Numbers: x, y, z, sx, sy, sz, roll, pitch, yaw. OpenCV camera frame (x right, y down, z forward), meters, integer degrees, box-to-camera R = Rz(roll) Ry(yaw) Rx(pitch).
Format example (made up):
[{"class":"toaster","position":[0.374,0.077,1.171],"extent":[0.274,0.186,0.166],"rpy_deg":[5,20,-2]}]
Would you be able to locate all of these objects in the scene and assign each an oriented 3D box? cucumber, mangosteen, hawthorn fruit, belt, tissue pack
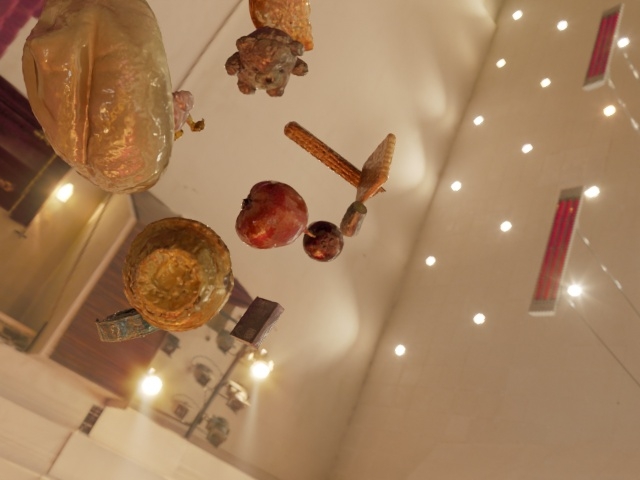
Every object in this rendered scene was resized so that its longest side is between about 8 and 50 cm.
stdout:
[{"class":"cucumber","position":[0.098,-0.064,1.727],"extent":[0.064,0.064,0.112],"rpy_deg":[-88,-165,-49]},{"class":"mangosteen","position":[-0.006,0.002,2.053],"extent":[0.181,0.146,0.155],"rpy_deg":[15,-71,51]},{"class":"hawthorn fruit","position":[-0.111,-0.058,1.589],"extent":[0.196,0.226,0.196],"rpy_deg":[-49,-152,37]},{"class":"belt","position":[-0.505,0.225,1.578],"extent":[0.163,0.082,0.148],"rpy_deg":[-8,-172,42]},{"class":"tissue pack","position":[-0.197,0.254,1.815],"extent":[0.112,0.051,0.156],"rpy_deg":[11,-122,44]}]

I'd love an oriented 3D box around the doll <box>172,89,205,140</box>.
[{"class":"doll","position":[-0.446,-0.409,1.536],"extent":[0.160,0.365,0.094],"rpy_deg":[-17,-135,15]}]

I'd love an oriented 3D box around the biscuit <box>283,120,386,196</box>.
[{"class":"biscuit","position":[0.043,-0.257,1.872],"extent":[0.054,0.379,0.094],"rpy_deg":[-52,-166,10]}]

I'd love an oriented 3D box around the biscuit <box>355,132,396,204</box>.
[{"class":"biscuit","position":[0.158,-0.198,1.703],"extent":[0.249,0.030,0.160],"rpy_deg":[133,-28,-68]}]

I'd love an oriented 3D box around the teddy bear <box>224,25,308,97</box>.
[{"class":"teddy bear","position":[-0.149,-0.497,1.634],"extent":[0.267,0.236,0.151],"rpy_deg":[-170,-100,-73]}]

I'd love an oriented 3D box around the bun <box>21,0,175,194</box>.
[{"class":"bun","position":[-0.376,-0.254,0.980],"extent":[0.220,0.364,0.365],"rpy_deg":[-10,-160,-22]}]

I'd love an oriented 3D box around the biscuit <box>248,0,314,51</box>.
[{"class":"biscuit","position":[-0.127,-0.754,1.859],"extent":[0.205,0.308,0.040],"rpy_deg":[-9,-148,-4]}]

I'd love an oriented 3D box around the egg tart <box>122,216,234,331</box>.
[{"class":"egg tart","position":[-0.351,0.087,1.419],"extent":[0.290,0.290,0.115],"rpy_deg":[-46,-174,4]}]
